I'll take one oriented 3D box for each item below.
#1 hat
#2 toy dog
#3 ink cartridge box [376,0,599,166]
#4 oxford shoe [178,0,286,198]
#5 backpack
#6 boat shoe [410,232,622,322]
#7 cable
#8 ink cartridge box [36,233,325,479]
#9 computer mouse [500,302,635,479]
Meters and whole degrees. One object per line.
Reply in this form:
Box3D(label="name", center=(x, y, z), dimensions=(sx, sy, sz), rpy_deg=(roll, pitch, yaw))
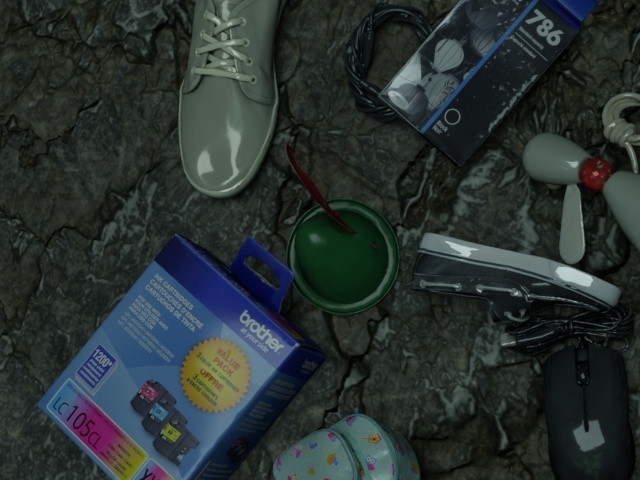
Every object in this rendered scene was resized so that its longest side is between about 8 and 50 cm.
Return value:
Box3D(label="hat", center=(0.000, 0.000, 1.937), dimensions=(0.208, 0.183, 0.173), rpy_deg=(41, 93, 19))
Box3D(label="toy dog", center=(0.435, -0.031, 1.833), dimensions=(0.220, 0.161, 0.334), rpy_deg=(-25, 47, -7))
Box3D(label="ink cartridge box", center=(0.250, -0.284, 1.956), dimensions=(0.165, 0.065, 0.333), rpy_deg=(40, 92, -3))
Box3D(label="oxford shoe", center=(-0.141, -0.290, 2.067), dimensions=(0.169, 0.130, 0.449), rpy_deg=(8, 83, 16))
Box3D(label="backpack", center=(0.038, 0.335, 1.870), dimensions=(0.188, 0.144, 0.166), rpy_deg=(-36, 51, 10))
Box3D(label="boat shoe", center=(0.270, 0.070, 1.887), dimensions=(0.301, 0.108, 0.102), rpy_deg=(14, 84, 21))
Box3D(label="cable", center=(0.109, -0.274, 2.037), dimensions=(0.150, 0.047, 0.185), rpy_deg=(-19, 79, 17))
Box3D(label="ink cartridge box", center=(-0.185, 0.181, 1.979), dimensions=(0.270, 0.151, 0.395), rpy_deg=(39, 90, 19))
Box3D(label="computer mouse", center=(0.359, 0.225, 1.848), dimensions=(0.188, 0.072, 0.272), rpy_deg=(-11, 77, 13))
